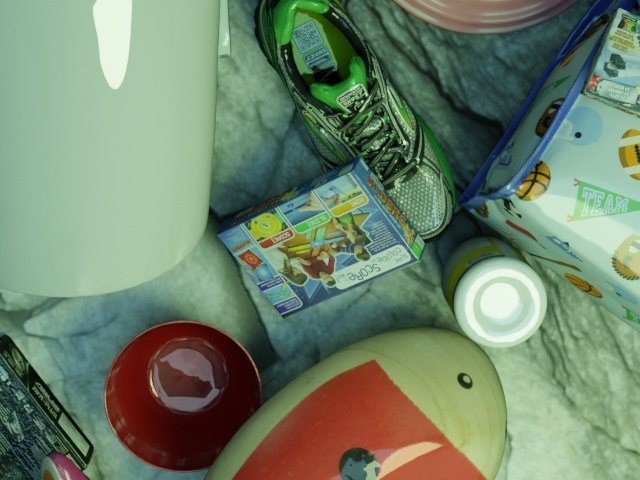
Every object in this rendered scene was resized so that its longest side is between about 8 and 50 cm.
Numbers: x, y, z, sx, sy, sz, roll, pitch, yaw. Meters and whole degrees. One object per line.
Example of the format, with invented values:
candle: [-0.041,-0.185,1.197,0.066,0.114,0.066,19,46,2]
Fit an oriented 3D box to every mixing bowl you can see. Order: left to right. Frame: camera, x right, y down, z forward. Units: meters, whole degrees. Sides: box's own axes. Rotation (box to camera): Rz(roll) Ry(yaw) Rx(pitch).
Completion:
mixing bowl: [-0.158,0.171,1.769,0.181,0.098,0.181,0,100,-1]

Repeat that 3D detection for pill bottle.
pill bottle: [0.192,0.052,1.715,0.103,0.184,0.103,0,101,-2]

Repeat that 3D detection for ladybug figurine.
ladybug figurine: [0.039,0.297,1.728,0.449,0.162,0.305,-44,123,3]

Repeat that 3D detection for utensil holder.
utensil holder: [-0.262,-0.183,1.532,0.328,0.327,0.385,4,125,-3]

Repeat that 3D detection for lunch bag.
lunch bag: [0.401,-0.116,1.674,0.328,0.239,0.385,36,81,-7]

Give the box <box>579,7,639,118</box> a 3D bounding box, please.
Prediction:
box: [0.345,-0.167,1.536,0.137,0.027,0.094,22,91,-4]

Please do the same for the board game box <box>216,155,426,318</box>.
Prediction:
board game box: [0.000,0.000,1.717,0.201,0.035,0.136,-23,115,31]

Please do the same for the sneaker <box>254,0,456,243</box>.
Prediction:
sneaker: [0.035,-0.136,1.694,0.134,0.146,0.343,-35,101,5]

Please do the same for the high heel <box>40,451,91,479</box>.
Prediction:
high heel: [-0.241,0.308,1.759,0.117,0.082,0.244,-33,129,-19]

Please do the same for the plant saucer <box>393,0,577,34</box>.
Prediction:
plant saucer: [0.189,-0.394,1.682,0.332,0.084,0.332,0,101,-1]

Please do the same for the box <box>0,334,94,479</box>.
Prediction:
box: [-0.381,0.229,1.783,0.147,0.077,0.180,-36,100,4]

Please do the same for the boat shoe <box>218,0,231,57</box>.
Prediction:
boat shoe: [-0.146,-0.295,1.698,0.083,0.065,0.183,-3,102,-3]
